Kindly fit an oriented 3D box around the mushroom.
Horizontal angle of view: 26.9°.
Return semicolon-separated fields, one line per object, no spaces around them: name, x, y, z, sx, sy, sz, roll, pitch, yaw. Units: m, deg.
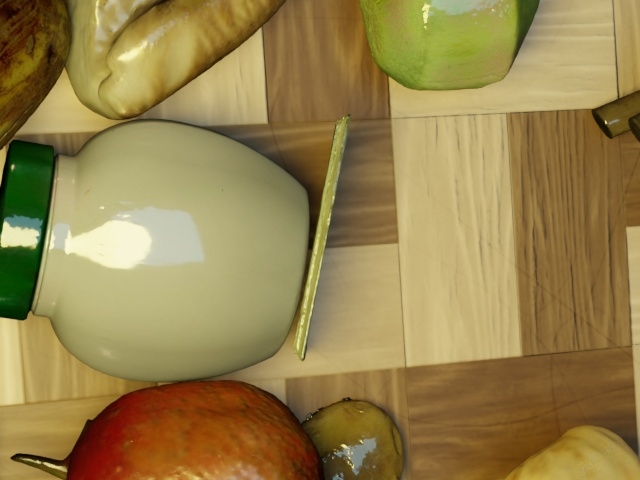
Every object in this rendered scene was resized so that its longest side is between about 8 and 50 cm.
mushroom;-0.156;-0.332;1.628;0.314;0.224;0.397;8;95;-28

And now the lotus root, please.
lotus root;-0.419;-0.197;1.525;0.196;0.179;0.397;21;57;24

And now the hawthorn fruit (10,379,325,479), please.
hawthorn fruit;-0.181;0.292;1.577;0.369;0.285;0.284;10;88;-7

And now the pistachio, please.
pistachio;0.317;0.393;1.732;0.238;0.229;0.321;20;100;28

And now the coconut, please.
coconut;0.169;-0.307;1.698;0.236;0.204;0.235;0;47;0

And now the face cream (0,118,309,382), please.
face cream;-0.206;0.011;1.587;0.357;0.219;0.312;9;99;-15

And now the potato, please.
potato;0.025;0.300;1.728;0.164;0.081;0.200;43;79;-10

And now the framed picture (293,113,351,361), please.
framed picture;0.000;0.000;1.645;0.018;0.231;0.293;10;87;0

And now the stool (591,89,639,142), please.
stool;0.504;-0.141;1.766;0.178;0.272;0.272;-36;99;1
